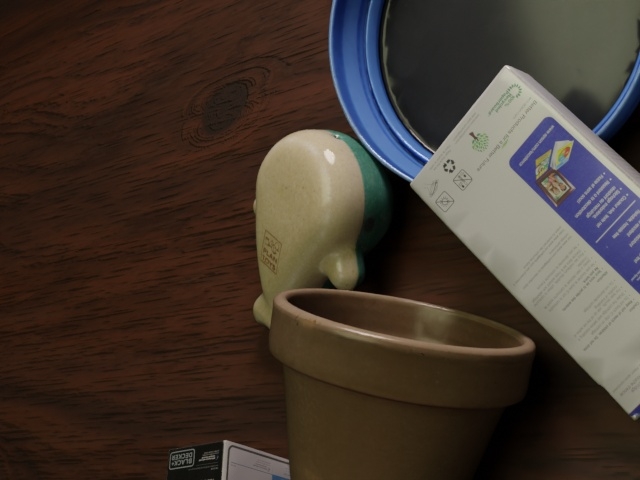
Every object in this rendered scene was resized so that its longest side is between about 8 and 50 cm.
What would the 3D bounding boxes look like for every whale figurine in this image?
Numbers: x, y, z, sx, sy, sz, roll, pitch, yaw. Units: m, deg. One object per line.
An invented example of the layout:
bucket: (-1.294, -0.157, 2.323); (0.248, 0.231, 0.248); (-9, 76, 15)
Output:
whale figurine: (0.000, 0.000, 1.250); (0.216, 0.141, 0.272); (38, 121, 46)

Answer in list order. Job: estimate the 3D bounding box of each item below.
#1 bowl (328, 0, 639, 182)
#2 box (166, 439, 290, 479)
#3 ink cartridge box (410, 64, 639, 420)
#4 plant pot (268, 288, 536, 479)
bowl: (0.188, -0.239, 1.131); (0.391, 0.077, 0.391); (-1, 88, 36)
box: (-0.088, 0.376, 1.098); (0.087, 0.169, 0.290); (-16, 59, 34)
ink cartridge box: (0.249, -0.004, 0.998); (0.165, 0.065, 0.333); (-51, 62, 22)
plant pot: (0.061, 0.184, 1.023); (0.263, 0.263, 0.229); (17, 98, 45)
